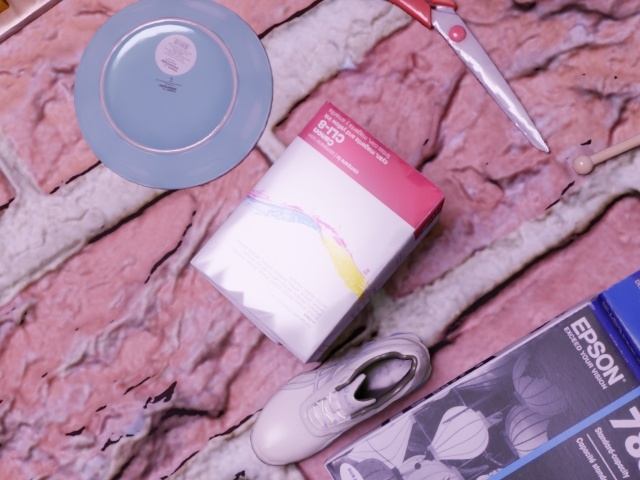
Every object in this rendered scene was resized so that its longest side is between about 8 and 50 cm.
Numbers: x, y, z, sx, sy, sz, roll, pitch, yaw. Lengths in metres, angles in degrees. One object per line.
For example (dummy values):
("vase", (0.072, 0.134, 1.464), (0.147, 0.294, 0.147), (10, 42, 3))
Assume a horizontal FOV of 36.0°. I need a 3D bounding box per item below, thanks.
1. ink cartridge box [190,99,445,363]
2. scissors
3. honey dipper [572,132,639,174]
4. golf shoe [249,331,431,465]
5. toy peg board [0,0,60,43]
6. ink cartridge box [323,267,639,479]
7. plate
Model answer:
("ink cartridge box", (0.000, 0.000, 0.832), (0.127, 0.128, 0.176), (39, 87, 7))
("scissors", (0.121, -0.209, 0.903), (0.297, 0.021, 0.109), (39, 85, 9))
("honey dipper", (0.300, -0.096, 0.876), (0.161, 0.030, 0.030), (-25, 83, 2))
("golf shoe", (0.013, 0.134, 0.838), (0.176, 0.086, 0.069), (-34, 84, 1))
("toy peg board", (-0.324, -0.276, 0.909), (0.161, 0.079, 0.161), (-36, 82, -1))
("ink cartridge box", (0.185, 0.171, 0.835), (0.333, 0.065, 0.165), (-32, 82, -2))
("plate", (-0.138, -0.141, 0.909), (0.188, 0.024, 0.188), (0, 84, 4))
